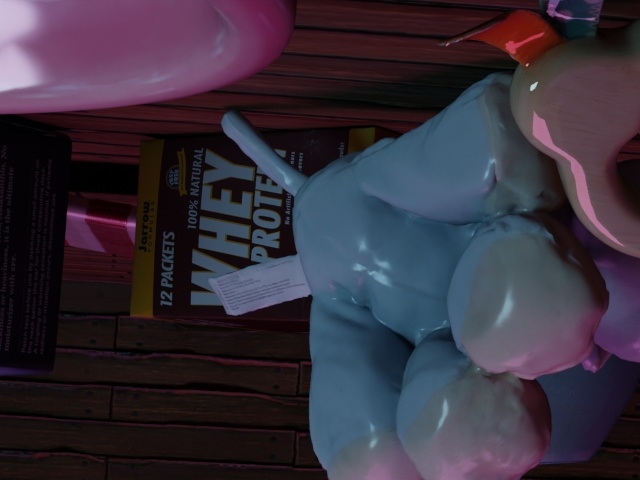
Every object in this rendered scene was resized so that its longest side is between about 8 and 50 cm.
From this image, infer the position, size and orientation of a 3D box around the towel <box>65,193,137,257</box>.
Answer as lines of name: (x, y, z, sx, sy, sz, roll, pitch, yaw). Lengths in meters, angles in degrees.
towel: (-0.157, -0.011, 1.411, 0.329, 0.037, 0.237, 11, 173, -2)

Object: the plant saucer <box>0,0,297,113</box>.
plant saucer: (-0.170, -0.101, 0.432, 0.332, 0.084, 0.332, 3, 175, 0)

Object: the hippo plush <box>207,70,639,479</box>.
hippo plush: (0.111, 0.039, 0.955, 0.237, 0.234, 0.294, 8, 172, -37)

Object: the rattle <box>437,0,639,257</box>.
rattle: (0.128, -0.085, 0.707, 0.200, 0.142, 0.130, 22, 135, -22)

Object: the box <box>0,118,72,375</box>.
box: (-0.375, -0.006, 1.075, 0.296, 0.182, 0.294, 0, 172, 29)

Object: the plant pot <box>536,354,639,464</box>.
plant pot: (0.155, 0.094, 1.387, 0.290, 0.195, 0.290, -2, 172, 0)

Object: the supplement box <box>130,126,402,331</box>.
supplement box: (0.000, 0.000, 1.166, 0.194, 0.129, 0.191, -1, 174, 33)
